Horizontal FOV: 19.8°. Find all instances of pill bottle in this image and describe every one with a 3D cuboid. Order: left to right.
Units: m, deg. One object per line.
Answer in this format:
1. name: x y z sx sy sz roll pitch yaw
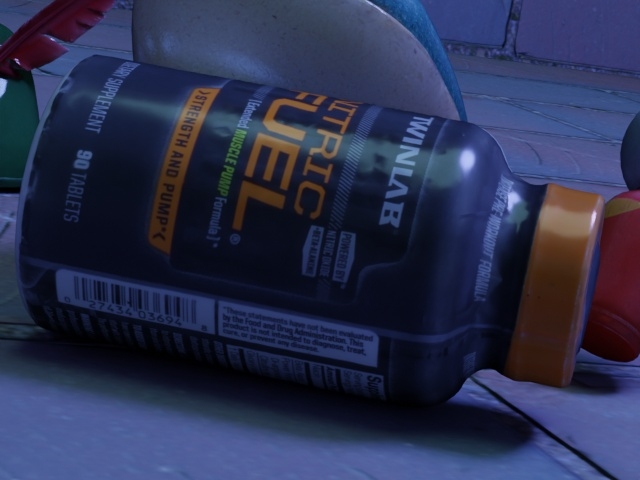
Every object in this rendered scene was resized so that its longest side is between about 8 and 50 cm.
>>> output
1. pill bottle: 0.000 0.000 0.819 0.246 0.130 0.130 11 10 9

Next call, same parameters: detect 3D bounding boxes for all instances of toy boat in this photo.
1. toy boat: 0.058 -0.056 0.968 0.318 0.148 0.267 23 -22 14

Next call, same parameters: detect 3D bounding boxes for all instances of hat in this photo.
1. hat: -0.233 -0.139 1.214 0.173 0.183 0.208 18 14 42
